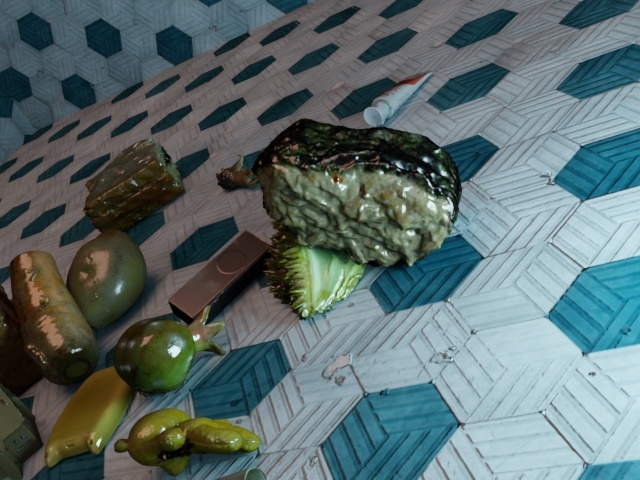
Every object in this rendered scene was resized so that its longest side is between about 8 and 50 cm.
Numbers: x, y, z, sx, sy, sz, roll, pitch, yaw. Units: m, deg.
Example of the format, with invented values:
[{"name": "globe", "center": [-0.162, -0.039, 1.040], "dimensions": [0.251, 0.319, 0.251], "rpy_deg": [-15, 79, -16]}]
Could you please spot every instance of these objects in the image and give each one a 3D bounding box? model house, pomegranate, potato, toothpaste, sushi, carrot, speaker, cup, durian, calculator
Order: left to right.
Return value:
[{"name": "model house", "center": [-0.633, 0.325, 1.381], "dimensions": [0.181, 0.248, 0.176], "rpy_deg": [-41, 28, -16]}, {"name": "carrot", "center": [-0.549, 0.161, 1.606], "dimensions": [0.138, 0.139, 0.302], "rpy_deg": [-32, 55, 0]}, {"name": "calculator", "center": [-0.410, 0.300, 1.425], "dimensions": [0.157, 0.033, 0.236], "rpy_deg": [-21, 27, 22]}, {"name": "potato", "center": [-0.474, 0.086, 1.732], "dimensions": [0.178, 0.160, 0.235], "rpy_deg": [-36, 34, 49]}, {"name": "pomegranate", "center": [-0.260, 0.190, 1.369], "dimensions": [0.191, 0.131, 0.152], "rpy_deg": [-23, 11, -38]}, {"name": "speaker", "center": [-0.188, 0.076, 1.529], "dimensions": [0.082, 0.044, 0.218], "rpy_deg": [31, 62, 32]}, {"name": "cup", "center": [-0.112, 0.343, 1.032], "dimensions": [0.083, 0.075, 0.054], "rpy_deg": [-22, -9, 25]}, {"name": "durian", "center": [-0.002, 0.008, 1.456], "dimensions": [0.198, 0.163, 0.394], "rpy_deg": [12, 39, -1]}, {"name": "sushi", "center": [0.059, -0.081, 1.316], "dimensions": [0.350, 0.211, 0.171], "rpy_deg": [17, 50, 11]}, {"name": "toothpaste", "center": [0.184, -0.348, 1.887], "dimensions": [0.089, 0.057, 0.234], "rpy_deg": [-6, 28, 43]}]

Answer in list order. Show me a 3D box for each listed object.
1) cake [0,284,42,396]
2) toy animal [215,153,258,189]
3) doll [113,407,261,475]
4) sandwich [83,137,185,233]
[{"name": "cake", "center": [-0.764, 0.220, 1.691], "dimensions": [0.282, 0.256, 0.290], "rpy_deg": [-37, 32, -12]}, {"name": "toy animal", "center": [-0.177, -0.169, 1.945], "dimensions": [0.219, 0.069, 0.086], "rpy_deg": [-3, 60, 52]}, {"name": "doll", "center": [-0.189, 0.299, 1.142], "dimensions": [0.209, 0.097, 0.137], "rpy_deg": [-2, 0, 33]}, {"name": "sandwich", "center": [-0.538, -0.165, 2.244], "dimensions": [0.262, 0.131, 0.325], "rpy_deg": [-34, 26, -1]}]
